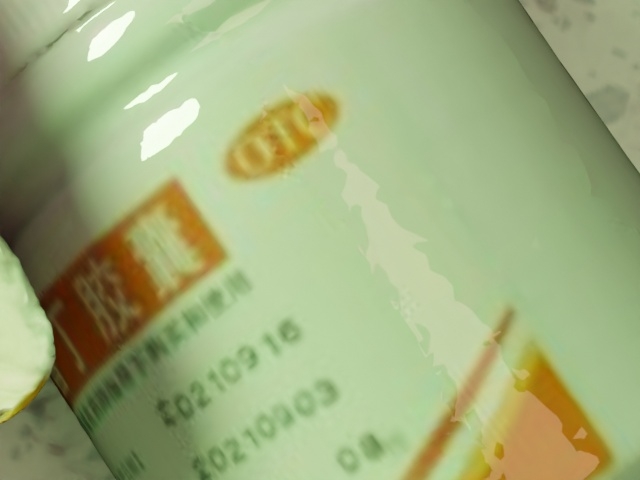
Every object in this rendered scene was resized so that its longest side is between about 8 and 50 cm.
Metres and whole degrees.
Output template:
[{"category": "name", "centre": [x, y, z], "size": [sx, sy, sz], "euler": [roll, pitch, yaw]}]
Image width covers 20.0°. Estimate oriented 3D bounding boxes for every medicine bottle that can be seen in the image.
[{"category": "medicine bottle", "centre": [0.000, 0.000, 0.607], "size": [0.202, 0.202, 0.316], "euler": [-31, 81, -19]}]

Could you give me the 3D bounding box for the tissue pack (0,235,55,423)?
[{"category": "tissue pack", "centre": [-0.182, -0.001, 0.560], "size": [0.124, 0.225, 0.185], "euler": [-26, 89, -19]}]
